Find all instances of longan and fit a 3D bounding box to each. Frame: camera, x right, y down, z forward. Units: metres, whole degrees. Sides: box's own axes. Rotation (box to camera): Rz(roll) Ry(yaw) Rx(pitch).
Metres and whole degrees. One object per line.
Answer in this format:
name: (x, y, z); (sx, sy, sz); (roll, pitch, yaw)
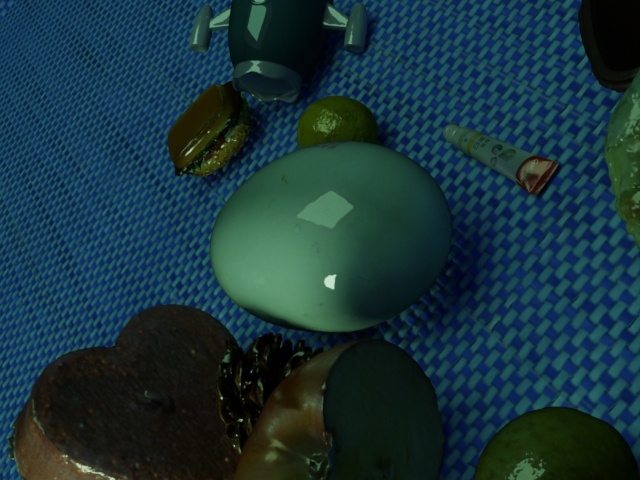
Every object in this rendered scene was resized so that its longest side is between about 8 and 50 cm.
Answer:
longan: (0.219, 0.232, 1.002); (0.176, 0.145, 0.155); (23, 108, 50)

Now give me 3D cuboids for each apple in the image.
apple: (-0.001, 0.253, 1.140); (0.163, 0.251, 0.293); (-9, 56, 34)

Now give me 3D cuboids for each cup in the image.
cup: (-0.071, -0.315, 1.740); (0.299, 0.167, 0.173); (4, 74, 22)

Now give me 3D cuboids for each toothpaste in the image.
toothpaste: (0.215, -0.106, 1.364); (0.048, 0.031, 0.190); (-52, 39, -1)

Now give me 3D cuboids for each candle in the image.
candle: (-0.202, 0.230, 1.377); (0.287, 0.317, 0.131); (49, 134, 14)

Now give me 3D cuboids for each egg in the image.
egg: (0.000, 0.000, 1.356); (0.371, 0.230, 0.230); (-11, 55, 49)

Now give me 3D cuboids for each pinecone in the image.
pinecone: (-0.048, 0.188, 1.338); (0.173, 0.173, 0.174); (-29, 44, 32)

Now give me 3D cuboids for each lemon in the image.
lemon: (0.022, -0.148, 1.546); (0.133, 0.109, 0.109); (21, 79, 49)

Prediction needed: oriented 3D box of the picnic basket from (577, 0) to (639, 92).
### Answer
picnic basket: (0.428, -0.251, 1.150); (0.297, 0.129, 0.222); (-29, 42, 31)

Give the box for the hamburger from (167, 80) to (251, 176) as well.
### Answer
hamburger: (-0.175, -0.179, 1.807); (0.166, 0.087, 0.137); (-42, 36, 23)

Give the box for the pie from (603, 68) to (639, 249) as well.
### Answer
pie: (0.405, -0.084, 1.002); (0.306, 0.071, 0.306); (-1, 89, 31)
